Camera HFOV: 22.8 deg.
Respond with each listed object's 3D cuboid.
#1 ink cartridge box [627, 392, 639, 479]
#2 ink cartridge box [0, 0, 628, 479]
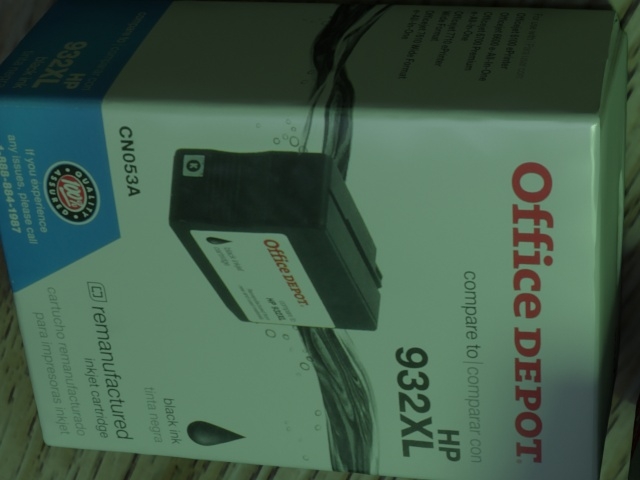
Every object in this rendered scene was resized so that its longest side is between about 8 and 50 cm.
[{"bbox_3d":[0.253,0.150,0.770,0.197,0.273,0.114,17,124,5],"label":"ink cartridge box"},{"bbox_3d":[0.000,0.000,0.832,0.307,0.129,0.223,3,121,13],"label":"ink cartridge box"}]
